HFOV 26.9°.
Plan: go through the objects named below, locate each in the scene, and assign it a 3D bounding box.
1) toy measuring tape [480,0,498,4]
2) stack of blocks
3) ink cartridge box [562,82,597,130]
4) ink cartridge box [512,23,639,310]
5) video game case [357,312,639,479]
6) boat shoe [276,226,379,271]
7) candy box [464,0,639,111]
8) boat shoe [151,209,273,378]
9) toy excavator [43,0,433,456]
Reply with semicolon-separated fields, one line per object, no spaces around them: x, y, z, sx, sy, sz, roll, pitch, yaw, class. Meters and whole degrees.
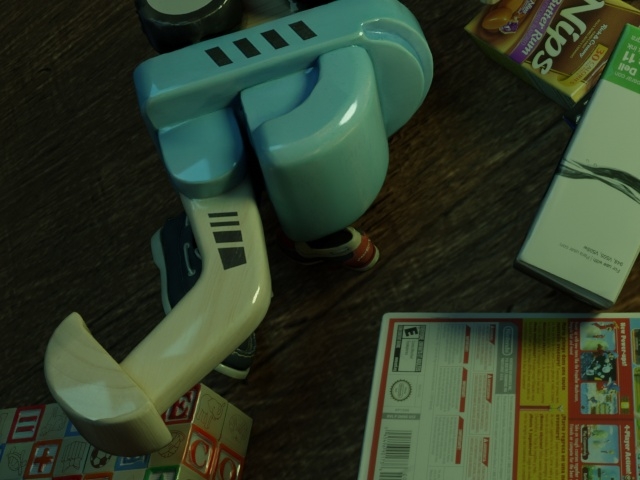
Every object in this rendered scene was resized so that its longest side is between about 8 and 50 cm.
0.123;-0.351;1.464;0.121;0.121;0.330;-30;34;19;toy measuring tape
-0.224;0.251;1.335;0.297;0.087;0.171;-12;53;33;stack of blocks
0.329;-0.153;1.214;0.207;0.046;0.097;-45;42;3;ink cartridge box
0.238;-0.053;1.096;0.087;0.153;0.208;25;89;8;ink cartridge box
0.178;0.133;1.021;0.285;0.025;0.204;-1;42;12;video game case
0.000;0.000;1.375;0.137;0.043;0.049;13;70;46;boat shoe
0.239;-0.201;1.323;0.109;0.053;0.187;-46;43;1;candy box
-0.110;0.045;1.400;0.079;0.095;0.254;-49;31;16;boat shoe
-0.073;-0.055;1.282;0.433;0.222;0.445;-18;55;-2;toy excavator
